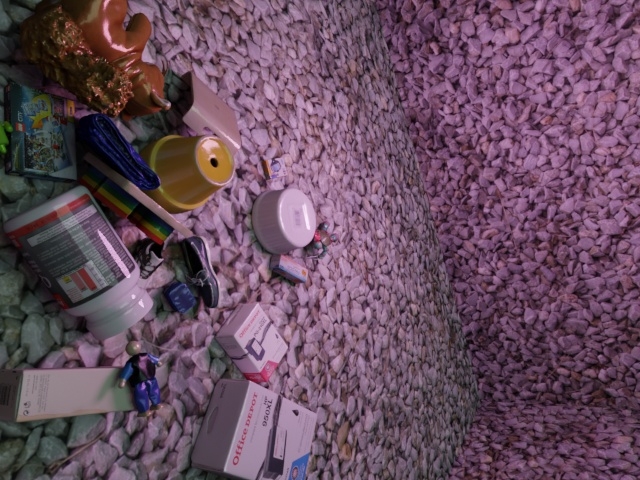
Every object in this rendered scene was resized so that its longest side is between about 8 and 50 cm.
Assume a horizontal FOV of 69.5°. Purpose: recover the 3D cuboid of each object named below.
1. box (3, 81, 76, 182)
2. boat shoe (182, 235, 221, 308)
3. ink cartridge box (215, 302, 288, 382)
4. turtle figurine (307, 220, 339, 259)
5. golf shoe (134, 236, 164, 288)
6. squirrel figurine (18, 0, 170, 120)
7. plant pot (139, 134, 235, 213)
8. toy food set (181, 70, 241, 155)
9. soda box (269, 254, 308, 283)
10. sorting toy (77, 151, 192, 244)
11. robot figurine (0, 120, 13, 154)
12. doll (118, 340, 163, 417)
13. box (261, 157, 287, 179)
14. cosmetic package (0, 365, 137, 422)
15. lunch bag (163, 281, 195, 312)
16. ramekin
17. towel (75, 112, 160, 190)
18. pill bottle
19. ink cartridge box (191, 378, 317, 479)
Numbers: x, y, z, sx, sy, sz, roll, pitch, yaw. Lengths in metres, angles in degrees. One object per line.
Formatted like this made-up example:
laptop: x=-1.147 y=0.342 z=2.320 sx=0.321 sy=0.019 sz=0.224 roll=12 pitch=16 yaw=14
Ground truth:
box: x=-0.738 y=-0.279 z=1.221 sx=0.159 sy=0.044 sz=0.233 roll=4 pitch=78 yaw=-53
boat shoe: x=-0.400 y=0.108 z=1.541 sx=0.079 sy=0.095 sz=0.254 roll=-11 pitch=89 yaw=-56
ink cartridge box: x=-0.245 y=0.371 z=1.680 sx=0.237 sy=0.100 sz=0.172 roll=61 pitch=39 yaw=-24
turtle figurine: x=0.000 y=0.000 z=2.106 sx=0.234 sy=0.118 sz=0.175 roll=-42 pitch=115 yaw=-56
golf shoe: x=-0.526 y=0.077 z=1.381 sx=0.077 sy=0.094 sz=0.198 roll=35 pitch=56 yaw=-46
squirrel figurine: x=-0.601 y=-0.485 z=1.291 sx=0.397 sy=0.281 sz=0.370 roll=-80 pitch=156 yaw=-43
plant pot: x=-0.415 y=-0.228 z=1.485 sx=0.254 sy=0.239 sz=0.254 roll=16 pitch=70 yaw=-51
toy food set: x=-0.397 y=-0.440 z=1.619 sx=0.220 sy=0.092 sz=0.306 roll=39 pitch=22 yaw=-42
soda box: x=-0.131 y=0.122 z=1.936 sx=0.183 sy=0.058 sz=0.063 roll=34 pitch=55 yaw=-44
sorting toy: x=-0.525 y=-0.099 z=1.281 sx=0.089 sy=0.255 sz=0.257 roll=-52 pitch=143 yaw=-10
robot figurine: x=-0.801 y=-0.261 z=1.112 sx=0.101 sy=0.067 sz=0.115 roll=-24 pitch=102 yaw=-33
doll: x=-0.458 y=0.348 z=1.175 sx=0.129 sy=0.046 sz=0.189 roll=-15 pitch=94 yaw=-55
box: x=-0.191 y=-0.312 z=1.990 sx=0.136 sy=0.028 sz=0.081 roll=-25 pitch=101 yaw=-52
cosmetic package: x=-0.607 y=0.370 z=1.140 sx=0.309 sy=0.160 sz=0.113 roll=18 pitch=67 yaw=-50
lunch bag: x=-0.456 y=0.178 z=1.475 sx=0.067 sy=0.065 sz=0.098 roll=-38 pitch=114 yaw=-34
ramekin: x=-0.141 y=-0.085 z=1.910 sx=0.277 sy=0.135 sz=0.277 roll=18 pitch=67 yaw=-50
towel: x=-0.563 y=-0.237 z=1.255 sx=0.076 sy=0.308 sz=0.227 roll=-43 pitch=121 yaw=-16
pill bottle: x=-0.600 y=0.061 z=1.182 sx=0.210 sy=0.210 sz=0.363 roll=-49 pitch=120 yaw=-47
ink cartridge box: x=-0.211 y=0.681 z=1.593 sx=0.395 sy=0.166 sz=0.285 roll=43 pitch=49 yaw=-39
